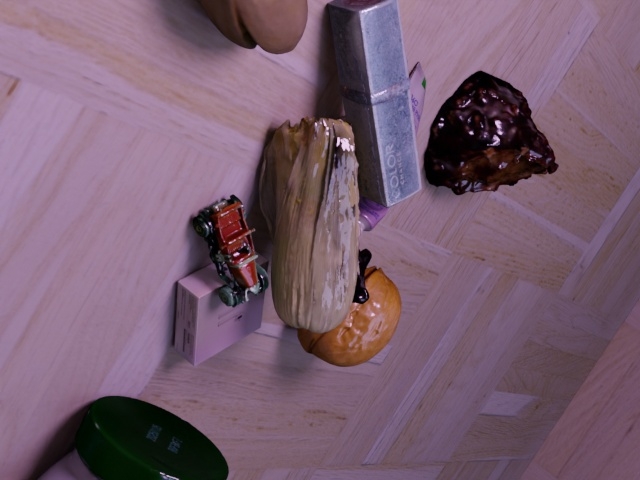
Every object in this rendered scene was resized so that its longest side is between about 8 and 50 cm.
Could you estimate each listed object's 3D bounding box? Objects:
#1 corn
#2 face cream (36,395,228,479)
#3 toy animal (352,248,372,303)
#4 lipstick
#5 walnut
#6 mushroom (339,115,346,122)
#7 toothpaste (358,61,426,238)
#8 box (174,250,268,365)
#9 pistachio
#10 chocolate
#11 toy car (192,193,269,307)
[{"bbox_3d":[-0.009,-0.025,1.490,0.122,0.123,0.305,-9,109,-24],"label":"corn"},{"bbox_3d":[-0.295,0.414,1.490,0.312,0.219,0.357,15,107,-59],"label":"face cream"},{"bbox_3d":[-0.004,-0.002,1.646,0.121,0.117,0.210,-76,147,-46],"label":"toy animal"},{"bbox_3d":[0.076,-0.184,1.465,0.077,0.076,0.289,-28,123,-29],"label":"lipstick"},{"bbox_3d":[0.051,0.121,1.758,0.180,0.144,0.144,-54,151,-9],"label":"walnut"},{"bbox_3d":[0.048,-0.141,1.562,0.083,0.067,0.083,-43,162,-18],"label":"mushroom"},{"bbox_3d":[0.097,-0.122,1.614,0.075,0.048,0.301,43,63,-35],"label":"toothpaste"},{"bbox_3d":[-0.141,0.090,1.545,0.129,0.051,0.130,-28,141,-38],"label":"box"},{"bbox_3d":[-0.071,-0.285,1.193,0.136,0.136,0.226,-47,156,-13],"label":"pistachio"},{"bbox_3d":[0.300,-0.144,1.814,0.224,0.177,0.206,7,115,-56],"label":"chocolate"},{"bbox_3d":[-0.114,0.015,1.455,0.073,0.054,0.143,-30,111,-34],"label":"toy car"}]
